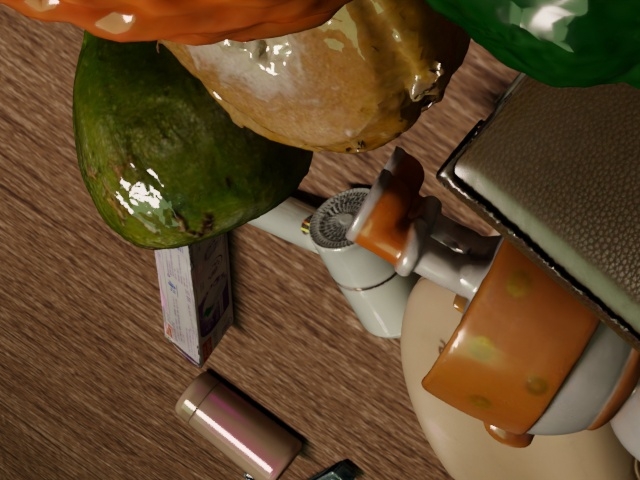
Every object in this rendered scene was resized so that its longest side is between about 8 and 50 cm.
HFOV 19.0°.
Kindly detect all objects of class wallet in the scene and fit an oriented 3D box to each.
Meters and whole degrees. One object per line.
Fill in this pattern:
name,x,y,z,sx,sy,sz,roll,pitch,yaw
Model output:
wallet,0.155,-0.002,0.772,0.198,0.110,0.031,40,-170,-2

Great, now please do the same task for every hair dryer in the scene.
hair dryer,0.000,0.000,1.091,0.137,0.047,0.082,25,155,43

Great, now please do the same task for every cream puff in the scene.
cream puff,-0.003,-0.117,0.776,0.150,0.115,0.165,8,134,40

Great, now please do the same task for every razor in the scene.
razor,-0.013,0.199,1.496,0.066,0.033,0.190,40,157,-6

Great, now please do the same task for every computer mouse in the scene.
computer mouse,0.123,0.105,1.053,0.145,0.082,0.236,19,150,37

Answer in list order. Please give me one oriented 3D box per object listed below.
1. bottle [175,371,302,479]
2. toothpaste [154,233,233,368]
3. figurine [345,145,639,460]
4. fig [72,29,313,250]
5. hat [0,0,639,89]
bottle,-0.063,0.143,1.450,0.096,0.045,0.045,37,157,6
toothpaste,-0.084,0.020,1.246,0.040,0.047,0.196,29,156,14
figurine,0.135,0.049,0.860,0.271,0.143,0.143,43,157,-7
fig,-0.074,-0.077,0.973,0.123,0.123,0.156,-23,88,65
hat,-0.050,-0.165,0.629,0.400,0.285,0.285,30,161,-19
